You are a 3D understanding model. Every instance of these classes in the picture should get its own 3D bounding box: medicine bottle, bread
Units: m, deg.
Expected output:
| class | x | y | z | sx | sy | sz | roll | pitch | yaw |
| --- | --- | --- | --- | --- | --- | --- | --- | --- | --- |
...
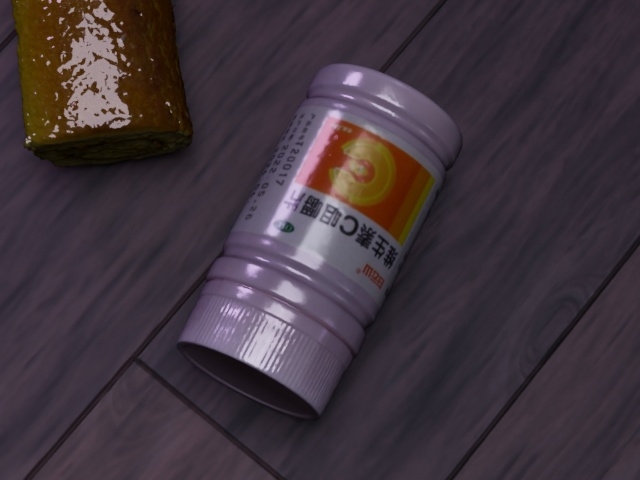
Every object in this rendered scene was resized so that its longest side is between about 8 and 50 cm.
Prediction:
| class | x | y | z | sx | sy | sz | roll | pitch | yaw |
| --- | --- | --- | --- | --- | --- | --- | --- | --- | --- |
| medicine bottle | 0.000 | 0.000 | 1.435 | 0.133 | 0.133 | 0.249 | 28 | 75 | 4 |
| bread | -0.175 | -0.150 | 1.479 | 0.132 | 0.103 | 0.172 | -8 | 77 | -5 |
